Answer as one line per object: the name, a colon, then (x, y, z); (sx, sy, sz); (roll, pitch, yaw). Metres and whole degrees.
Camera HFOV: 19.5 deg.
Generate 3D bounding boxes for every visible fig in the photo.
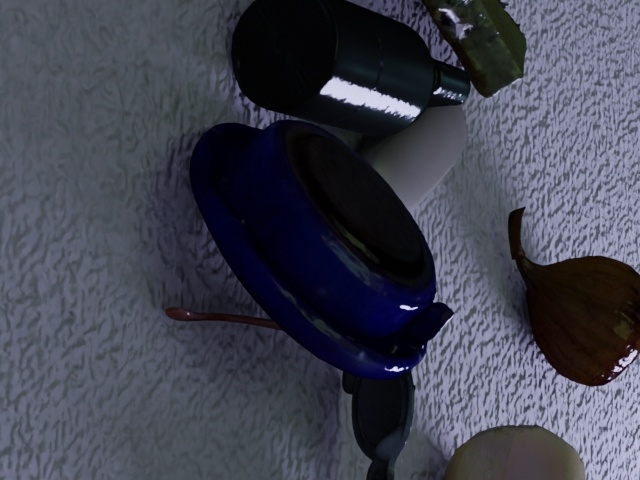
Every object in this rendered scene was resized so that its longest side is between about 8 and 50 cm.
fig: (0.259, 0.061, 1.990); (0.201, 0.134, 0.146); (34, 22, -21)

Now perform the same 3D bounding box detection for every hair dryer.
hair dryer: (0.016, -0.246, 1.723); (0.244, 0.116, 0.302); (9, 67, -57)

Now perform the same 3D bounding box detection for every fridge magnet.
fridge magnet: (0.000, 0.000, 1.562); (0.265, 0.113, 0.265); (40, 22, -20)

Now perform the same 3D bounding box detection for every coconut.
coconut: (0.186, 0.268, 1.783); (0.147, 0.147, 0.152); (45, 40, -40)

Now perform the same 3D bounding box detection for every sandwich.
sandwich: (0.158, -0.209, 1.874); (0.245, 0.063, 0.212); (48, 19, -41)

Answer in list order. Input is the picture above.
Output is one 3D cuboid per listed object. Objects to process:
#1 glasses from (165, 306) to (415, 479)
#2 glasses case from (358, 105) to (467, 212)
glasses: (-0.045, 0.173, 1.568); (0.268, 0.118, 0.234); (19, 66, -30)
glasses case: (0.090, -0.088, 1.820); (0.204, 0.051, 0.081); (-46, 117, -51)
